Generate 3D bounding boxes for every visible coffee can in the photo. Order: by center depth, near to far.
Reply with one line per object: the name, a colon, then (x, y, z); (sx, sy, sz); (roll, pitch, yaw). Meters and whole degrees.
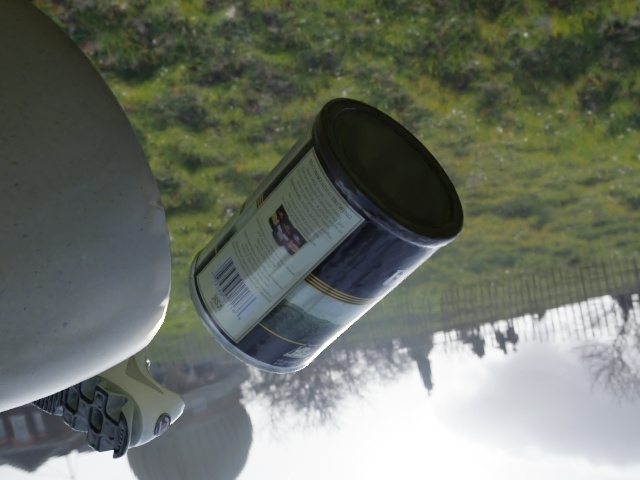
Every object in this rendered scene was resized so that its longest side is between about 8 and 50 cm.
coffee can: (0.000, 0.000, 0.895); (0.275, 0.201, 0.201); (-45, 165, 32)

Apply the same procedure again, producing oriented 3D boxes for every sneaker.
sneaker: (-0.340, 0.196, 1.134); (0.330, 0.122, 0.146); (31, -155, 28)

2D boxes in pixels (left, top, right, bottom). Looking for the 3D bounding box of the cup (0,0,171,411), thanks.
cup: (-0.307, 0.003, 0.531); (0.331, 0.331, 0.237); (-9, -161, 40)
